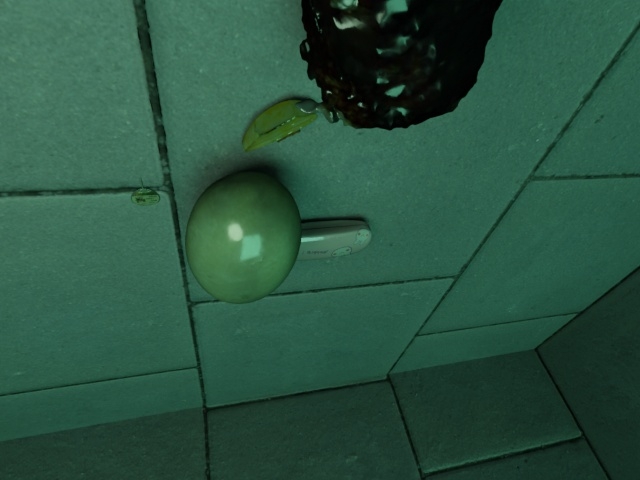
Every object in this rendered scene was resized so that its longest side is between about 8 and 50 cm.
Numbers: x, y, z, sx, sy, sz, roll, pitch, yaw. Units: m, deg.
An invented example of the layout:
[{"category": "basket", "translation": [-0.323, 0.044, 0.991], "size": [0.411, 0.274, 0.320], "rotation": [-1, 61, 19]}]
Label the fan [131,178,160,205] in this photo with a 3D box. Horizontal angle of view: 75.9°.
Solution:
[{"category": "fan", "translation": [-0.404, -0.103, 0.926], "size": [0.060, 0.003, 0.080], "rotation": [-23, 143, 8]}]

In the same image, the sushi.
[{"category": "sushi", "translation": [0.101, -0.340, 0.572], "size": [0.281, 0.300, 0.294], "rotation": [1, 145, 3]}]

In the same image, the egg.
[{"category": "egg", "translation": [-0.175, 0.001, 0.939], "size": [0.258, 0.259, 0.352], "rotation": [4, 141, -25]}]

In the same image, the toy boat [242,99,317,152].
[{"category": "toy boat", "translation": [-0.088, -0.232, 0.835], "size": [0.172, 0.065, 0.066], "rotation": [-23, 162, 12]}]

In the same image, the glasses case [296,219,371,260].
[{"category": "glasses case", "translation": [0.000, 0.000, 1.149], "size": [0.296, 0.075, 0.113], "rotation": [-5, 143, -14]}]
